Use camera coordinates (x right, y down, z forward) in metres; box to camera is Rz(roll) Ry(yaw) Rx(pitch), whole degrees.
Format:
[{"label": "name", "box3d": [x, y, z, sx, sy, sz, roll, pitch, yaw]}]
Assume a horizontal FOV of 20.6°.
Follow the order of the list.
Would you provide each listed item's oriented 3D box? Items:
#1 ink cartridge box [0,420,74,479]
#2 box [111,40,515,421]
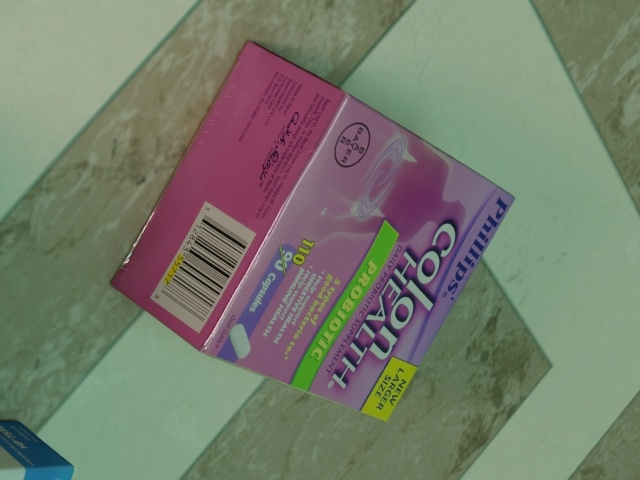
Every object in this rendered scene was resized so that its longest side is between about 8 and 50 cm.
[{"label": "ink cartridge box", "box3d": [-0.297, 0.201, 1.218, 0.231, 0.078, 0.134, 5, 110, -47]}, {"label": "box", "box3d": [0.000, 0.000, 1.361, 0.243, 0.117, 0.214, 27, 94, -50]}]
